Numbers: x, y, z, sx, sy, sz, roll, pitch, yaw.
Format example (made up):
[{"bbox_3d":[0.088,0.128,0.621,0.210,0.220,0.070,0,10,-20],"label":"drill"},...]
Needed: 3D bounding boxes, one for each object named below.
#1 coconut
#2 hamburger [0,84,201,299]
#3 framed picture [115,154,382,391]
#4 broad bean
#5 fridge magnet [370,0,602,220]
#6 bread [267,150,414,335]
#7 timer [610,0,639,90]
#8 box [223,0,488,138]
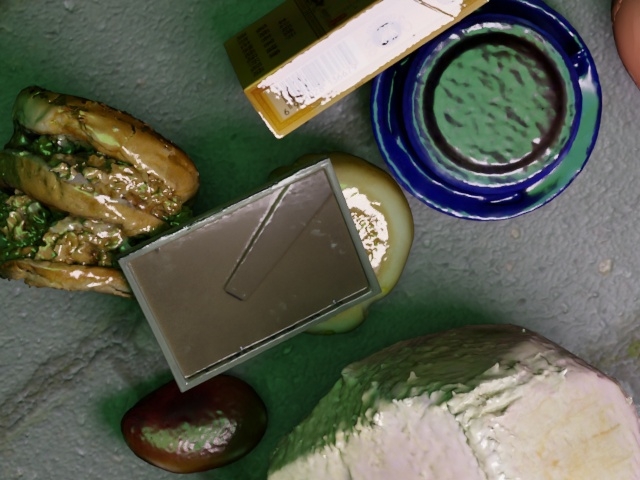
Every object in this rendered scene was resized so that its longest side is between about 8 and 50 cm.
[{"bbox_3d":[0.173,0.276,1.491,0.405,0.404,0.404,0,92,2],"label":"coconut"},{"bbox_3d":[-0.250,-0.041,1.531,0.245,0.260,0.211,19,89,8],"label":"hamburger"},{"bbox_3d":[-0.073,0.037,1.503,0.250,0.016,0.184,-27,119,-8],"label":"framed picture"},{"bbox_3d":[-0.144,0.212,1.623,0.165,0.084,0.114,-20,89,-4],"label":"broad bean"},{"bbox_3d":[0.189,-0.153,1.585,0.265,0.112,0.265,0,93,-2],"label":"fridge magnet"},{"bbox_3d":[0.000,0.000,1.596,0.213,0.105,0.213,-3,106,-11],"label":"bread"},{"bbox_3d":[0.436,-0.238,1.518,0.230,0.229,0.215,-36,88,2],"label":"timer"},{"bbox_3d":[0.033,-0.241,1.549,0.274,0.174,0.076,-33,118,5],"label":"box"}]
